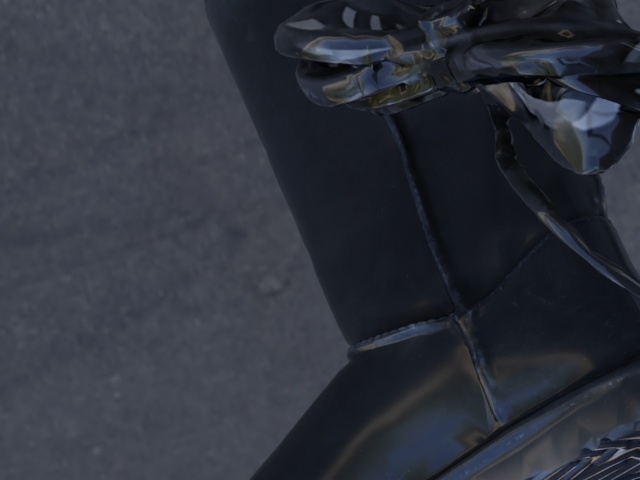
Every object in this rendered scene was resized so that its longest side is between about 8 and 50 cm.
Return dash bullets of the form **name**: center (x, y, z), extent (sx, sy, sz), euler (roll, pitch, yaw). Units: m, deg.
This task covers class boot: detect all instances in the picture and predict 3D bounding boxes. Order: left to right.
- **boot**: center (0.002, -0.001, 1.077), extent (0.367, 0.445, 0.146), euler (-31, 152, 17)

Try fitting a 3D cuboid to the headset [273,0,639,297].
- **headset**: center (0.136, 0.090, 0.474), extent (0.243, 0.185, 0.394), euler (-48, 122, -21)
